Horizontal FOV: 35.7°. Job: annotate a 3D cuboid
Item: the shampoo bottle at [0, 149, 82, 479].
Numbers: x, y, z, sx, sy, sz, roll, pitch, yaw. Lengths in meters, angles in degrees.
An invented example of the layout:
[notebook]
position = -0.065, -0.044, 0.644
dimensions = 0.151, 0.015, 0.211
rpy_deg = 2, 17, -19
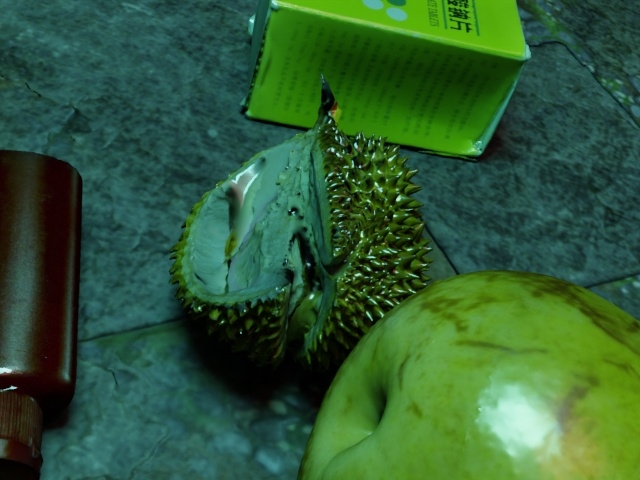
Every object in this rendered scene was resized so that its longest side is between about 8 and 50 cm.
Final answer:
[shampoo bottle]
position = -0.221, 0.050, 0.699
dimensions = 0.102, 0.064, 0.260
rpy_deg = 3, 49, -16

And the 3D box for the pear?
[pear]
position = 0.122, 0.160, 0.588
dimensions = 0.280, 0.281, 0.281
rpy_deg = 9, 48, -10

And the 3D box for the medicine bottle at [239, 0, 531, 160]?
[medicine bottle]
position = 0.059, -0.190, 0.951
dimensions = 0.250, 0.141, 0.137
rpy_deg = 10, 45, -9

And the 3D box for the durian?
[durian]
position = 0.000, 0.000, 0.759
dimensions = 0.138, 0.193, 0.237
rpy_deg = 46, 49, -34
